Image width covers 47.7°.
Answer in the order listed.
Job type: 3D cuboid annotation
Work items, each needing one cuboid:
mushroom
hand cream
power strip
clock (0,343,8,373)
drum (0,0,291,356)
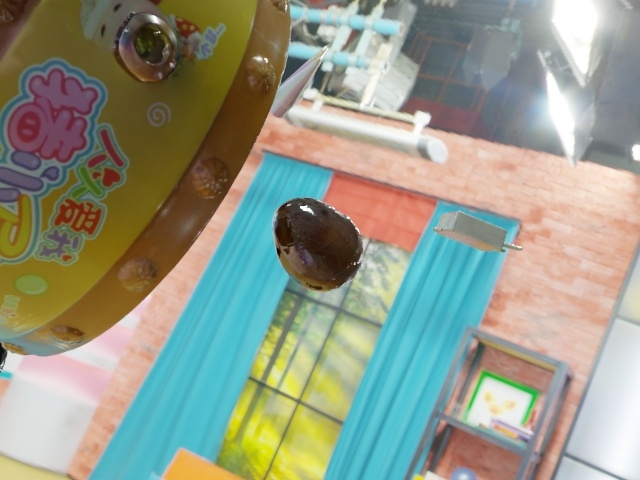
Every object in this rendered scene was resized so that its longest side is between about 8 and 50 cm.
[{"bbox_3d":[0.000,0.000,0.812,0.123,0.123,0.052,29,-42,-28],"label":"mushroom"},{"bbox_3d":[-0.039,-0.310,1.399,0.047,0.076,0.174,39,-55,-12],"label":"hand cream"},{"bbox_3d":[0.299,-0.009,1.342,0.175,0.042,0.075,20,-9,-13],"label":"power strip"},{"bbox_3d":[-0.496,0.120,1.033,0.040,0.184,0.184,-6,-8,-4],"label":"clock"},{"bbox_3d":[-0.237,-0.127,0.606,0.214,0.431,0.431,35,-13,-36],"label":"drum"}]
